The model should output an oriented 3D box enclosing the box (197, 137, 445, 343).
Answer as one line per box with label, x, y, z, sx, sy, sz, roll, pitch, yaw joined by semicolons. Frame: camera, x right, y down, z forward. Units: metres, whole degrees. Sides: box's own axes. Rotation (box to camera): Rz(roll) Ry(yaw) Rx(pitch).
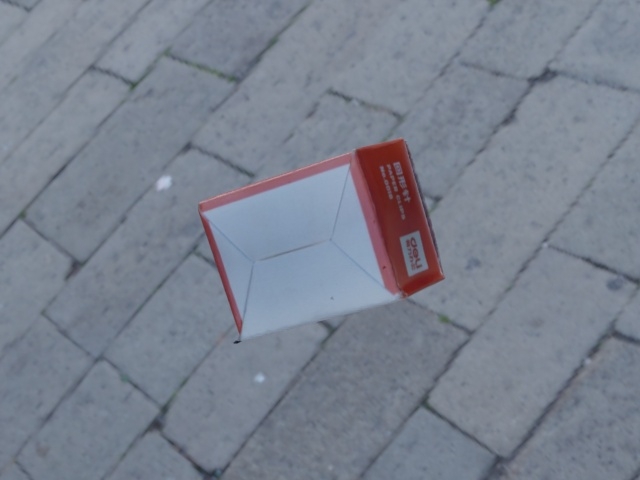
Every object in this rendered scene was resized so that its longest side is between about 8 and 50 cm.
box;0.000;0.000;0.980;0.182;0.099;0.133;-18;89;35
